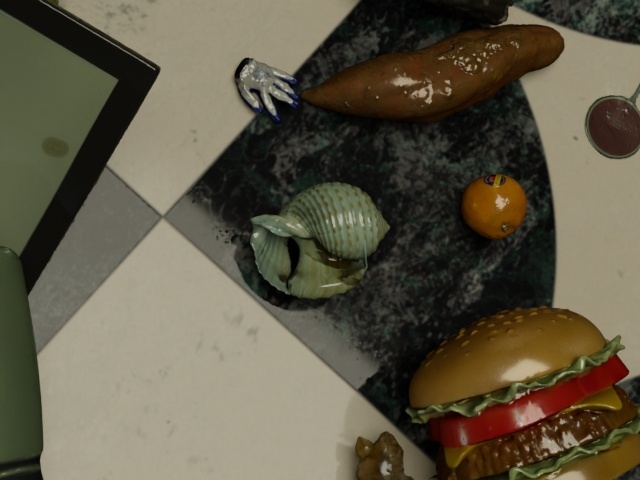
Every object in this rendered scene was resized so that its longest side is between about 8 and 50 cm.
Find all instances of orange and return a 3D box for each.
[{"bbox_3d":[0.213,-0.041,2.035,0.083,0.083,0.084,3,78,-15],"label":"orange"}]

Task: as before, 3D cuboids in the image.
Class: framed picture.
[{"bbox_3d":[-0.365,-0.117,1.809,0.265,0.016,0.347,30,114,-8],"label":"framed picture"}]

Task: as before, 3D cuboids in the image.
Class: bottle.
[{"bbox_3d":[-0.378,0.187,1.786,0.168,0.168,0.347,-9,86,-17],"label":"bottle"}]

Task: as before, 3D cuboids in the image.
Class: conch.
[{"bbox_3d":[0.004,0.000,1.960,0.153,0.102,0.135,-5,91,17],"label":"conch"}]

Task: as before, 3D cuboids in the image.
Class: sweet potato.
[{"bbox_3d":[0.157,-0.201,2.045,0.354,0.106,0.095,-15,117,-17],"label":"sweet potato"}]

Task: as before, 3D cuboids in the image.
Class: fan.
[{"bbox_3d":[0.393,-0.165,2.151,0.085,0.005,0.133,36,72,-5],"label":"fan"}]

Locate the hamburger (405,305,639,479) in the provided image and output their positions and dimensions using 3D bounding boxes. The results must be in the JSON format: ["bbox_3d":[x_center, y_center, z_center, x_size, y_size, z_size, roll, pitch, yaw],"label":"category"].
[{"bbox_3d":[0.229,0.185,1.899,0.274,0.274,0.212,-20,87,-18],"label":"hamburger"}]

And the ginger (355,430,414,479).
[{"bbox_3d":[0.043,0.385,1.907,0.166,0.080,0.333,22,80,5],"label":"ginger"}]

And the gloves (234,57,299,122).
[{"bbox_3d":[-0.066,-0.182,2.018,0.086,0.026,0.064,27,74,-14],"label":"gloves"}]

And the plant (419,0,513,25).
[{"bbox_3d":[0.120,-0.360,2.045,0.274,0.146,0.149,19,82,-2],"label":"plant"}]

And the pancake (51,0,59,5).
[{"bbox_3d":[-0.428,-0.442,1.928,0.304,0.067,0.427,-26,77,-20],"label":"pancake"}]
